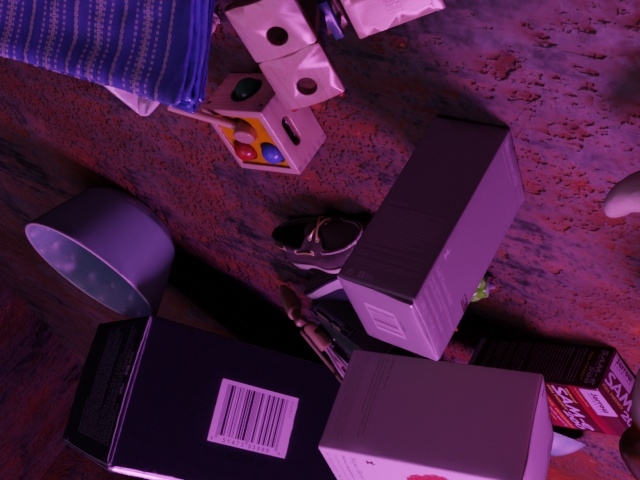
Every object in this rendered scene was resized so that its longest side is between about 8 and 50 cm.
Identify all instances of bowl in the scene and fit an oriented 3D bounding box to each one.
[{"bbox_3d":[-0.419,0.011,1.681,0.311,0.163,0.311,27,154,14],"label":"bowl"}]

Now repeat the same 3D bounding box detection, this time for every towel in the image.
[{"bbox_3d":[-0.247,-0.291,0.907,0.336,0.040,0.243,19,110,27],"label":"towel"}]

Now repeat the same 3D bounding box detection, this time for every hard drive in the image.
[{"bbox_3d":[0.135,0.241,1.479,0.339,0.064,0.237,51,168,-34],"label":"hard drive"}]

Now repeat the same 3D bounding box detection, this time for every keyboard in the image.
[{"bbox_3d":[0.033,0.207,1.667,0.100,0.038,0.192,59,154,0],"label":"keyboard"}]

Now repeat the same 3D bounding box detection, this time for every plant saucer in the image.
[{"bbox_3d":[0.352,0.334,1.418,0.195,0.037,0.195,18,171,3],"label":"plant saucer"}]

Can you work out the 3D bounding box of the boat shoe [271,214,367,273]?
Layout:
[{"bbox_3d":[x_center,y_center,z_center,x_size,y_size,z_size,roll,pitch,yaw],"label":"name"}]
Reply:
[{"bbox_3d":[0.000,0.000,1.256,0.069,0.081,0.228,40,157,-23],"label":"boat shoe"}]

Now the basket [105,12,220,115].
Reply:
[{"bbox_3d":[-0.214,-0.247,1.037,0.113,0.103,0.167,40,154,-13],"label":"basket"}]

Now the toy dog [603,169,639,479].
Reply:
[{"bbox_3d":[0.418,0.136,0.776,0.395,0.284,0.408,24,156,20],"label":"toy dog"}]

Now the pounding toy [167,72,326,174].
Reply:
[{"bbox_3d":[-0.094,-0.153,1.067,0.130,0.100,0.141,10,147,40],"label":"pounding toy"}]

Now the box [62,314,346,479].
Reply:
[{"bbox_3d":[-0.236,0.363,1.751,0.480,0.297,0.472,20,164,-23],"label":"box"}]

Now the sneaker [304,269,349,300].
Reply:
[{"bbox_3d":[0.074,0.090,1.328,0.163,0.086,0.226,35,162,-14],"label":"sneaker"}]

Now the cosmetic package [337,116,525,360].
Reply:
[{"bbox_3d":[0.128,-0.007,0.909,0.107,0.238,0.127,19,155,34],"label":"cosmetic package"}]

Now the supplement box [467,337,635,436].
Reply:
[{"bbox_3d":[0.350,0.218,1.242,0.239,0.073,0.130,-3,136,51],"label":"supplement box"}]

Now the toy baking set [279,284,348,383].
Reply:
[{"bbox_3d":[0.001,0.176,1.511,0.197,0.030,0.256,49,-178,-19],"label":"toy baking set"}]

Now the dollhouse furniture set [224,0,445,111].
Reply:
[{"bbox_3d":[0.027,-0.233,0.796,0.184,0.129,0.129,-15,134,20],"label":"dollhouse furniture set"}]

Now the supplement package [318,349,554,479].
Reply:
[{"bbox_3d":[0.177,0.295,1.222,0.293,0.175,0.177,3,140,25],"label":"supplement package"}]

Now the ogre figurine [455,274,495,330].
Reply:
[{"bbox_3d":[0.159,0.064,1.167,0.118,0.097,0.197,36,112,-23],"label":"ogre figurine"}]
